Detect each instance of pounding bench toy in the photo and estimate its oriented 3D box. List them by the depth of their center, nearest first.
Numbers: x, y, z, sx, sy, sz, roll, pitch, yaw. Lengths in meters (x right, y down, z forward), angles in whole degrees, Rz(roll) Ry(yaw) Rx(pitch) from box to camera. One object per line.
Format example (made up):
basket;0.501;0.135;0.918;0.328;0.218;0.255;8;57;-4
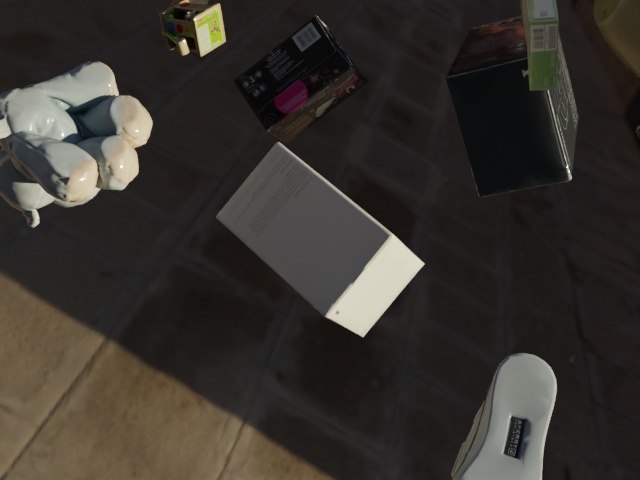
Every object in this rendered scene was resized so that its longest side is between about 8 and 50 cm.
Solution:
pounding bench toy;-0.173;-0.263;1.261;0.065;0.052;0.083;16;40;30

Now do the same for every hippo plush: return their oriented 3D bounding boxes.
hippo plush;-0.409;-0.109;1.514;0.294;0.236;0.234;-14;62;-28

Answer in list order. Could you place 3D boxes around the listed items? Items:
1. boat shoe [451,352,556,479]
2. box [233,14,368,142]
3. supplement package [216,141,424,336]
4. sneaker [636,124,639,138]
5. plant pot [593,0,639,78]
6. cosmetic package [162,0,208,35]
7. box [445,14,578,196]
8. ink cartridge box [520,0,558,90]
boat shoe;0.250;0.353;1.495;0.135;0.156;0.367;18;57;5
box;-0.046;-0.370;2.323;0.163;0.247;0.142;57;11;18
supplement package;0.000;0.000;1.740;0.293;0.177;0.175;41;3;29
sneaker;0.658;-0.218;1.943;0.118;0.042;0.067;19;61;-25
plant pot;0.570;-0.393;1.662;0.191;0.284;0.284;15;26;-10
cosmetic package;-0.269;-0.451;1.998;0.060;0.115;0.041;-22;61;-44
box;0.450;-0.321;2.289;0.212;0.294;0.395;-11;23;21
ink cartridge box;0.391;-0.411;1.800;0.056;0.171;0.235;-3;54;11
